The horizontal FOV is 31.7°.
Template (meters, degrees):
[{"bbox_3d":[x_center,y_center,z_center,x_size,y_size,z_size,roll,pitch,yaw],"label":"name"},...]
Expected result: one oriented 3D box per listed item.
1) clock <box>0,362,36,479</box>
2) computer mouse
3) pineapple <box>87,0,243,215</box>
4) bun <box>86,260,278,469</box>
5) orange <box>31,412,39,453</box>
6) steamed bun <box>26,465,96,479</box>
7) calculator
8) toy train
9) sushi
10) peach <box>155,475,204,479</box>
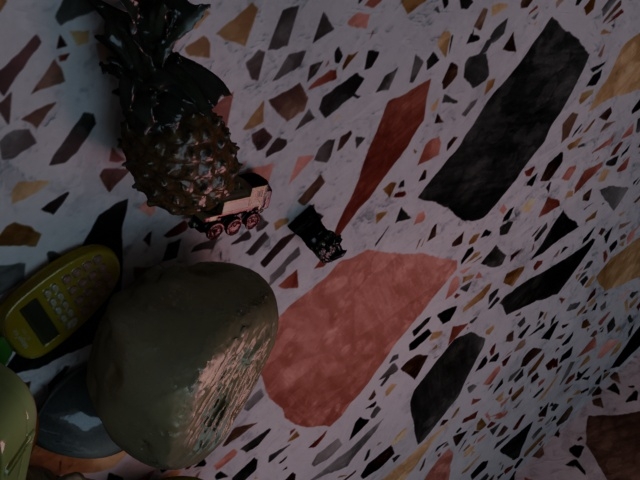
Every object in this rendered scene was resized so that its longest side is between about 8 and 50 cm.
[{"bbox_3d":[-0.519,0.233,1.323,0.117,0.348,0.286,-67,176,-57],"label":"clock"},{"bbox_3d":[-0.318,0.289,1.862,0.379,0.090,0.167,3,124,-55],"label":"computer mouse"},{"bbox_3d":[-0.195,-0.184,1.400,0.165,0.165,0.364,-36,146,-19],"label":"pineapple"},{"bbox_3d":[-0.212,0.182,1.713,0.362,0.234,0.326,-21,130,-67],"label":"bun"},{"bbox_3d":[-0.482,0.261,1.521,0.206,0.206,0.206,-32,146,-25],"label":"orange"},{"bbox_3d":[-0.432,0.506,1.783,0.320,0.275,0.206,-34,-174,-24],"label":"steamed bun"},{"bbox_3d":[-0.384,0.094,1.606,0.235,0.032,0.146,-39,148,-17],"label":"calculator"},{"bbox_3d":[-0.140,-0.054,1.727,0.138,0.050,0.087,-16,133,-40],"label":"toy train"},{"bbox_3d":[0.000,0.000,1.928,0.056,0.084,0.083,-42,150,-8],"label":"sushi"},{"bbox_3d":[-0.275,0.586,2.068,0.315,0.281,0.314,-48,117,-10],"label":"peach"}]
